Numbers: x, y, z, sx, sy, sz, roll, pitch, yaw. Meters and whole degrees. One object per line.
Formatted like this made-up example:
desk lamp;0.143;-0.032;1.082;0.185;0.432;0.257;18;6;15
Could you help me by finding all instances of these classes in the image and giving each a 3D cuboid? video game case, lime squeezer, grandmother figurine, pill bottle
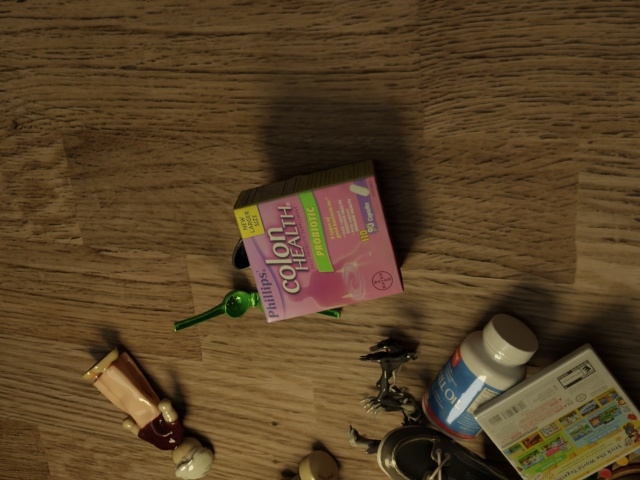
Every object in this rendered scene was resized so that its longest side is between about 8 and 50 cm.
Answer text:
video game case;0.406;0.306;1.410;0.227;0.026;0.206;-35;103;16
lime squeezer;-0.122;0.125;1.620;0.311;0.110;0.058;-3;96;-7
grandmother figurine;-0.362;0.386;1.844;0.342;0.104;0.208;49;149;-6
pill bottle;0.280;0.235;1.474;0.124;0.124;0.221;33;120;7

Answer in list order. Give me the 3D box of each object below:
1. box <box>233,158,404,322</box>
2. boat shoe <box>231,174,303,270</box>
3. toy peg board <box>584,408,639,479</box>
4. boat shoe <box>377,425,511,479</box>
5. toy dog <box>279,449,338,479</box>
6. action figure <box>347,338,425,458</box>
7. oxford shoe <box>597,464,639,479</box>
box;0.000;0.000;1.450;0.243;0.117;0.213;-13;108;7
boat shoe;-0.092;-0.025;1.547;0.080;0.076;0.228;45;122;-1
toy peg board;0.474;0.341;1.462;0.161;0.079;0.160;45;122;-1
boat shoe;0.240;0.409;1.494;0.335;0.112;0.096;32;163;-37
toy dog;-0.028;0.595;1.689;0.161;0.333;0.220;34;148;-13
action figure;0.128;0.327;1.567;0.141;0.164;0.275;-6;101;12
oxford shoe;0.582;0.465;1.435;0.364;0.133;0.130;-25;102;34
